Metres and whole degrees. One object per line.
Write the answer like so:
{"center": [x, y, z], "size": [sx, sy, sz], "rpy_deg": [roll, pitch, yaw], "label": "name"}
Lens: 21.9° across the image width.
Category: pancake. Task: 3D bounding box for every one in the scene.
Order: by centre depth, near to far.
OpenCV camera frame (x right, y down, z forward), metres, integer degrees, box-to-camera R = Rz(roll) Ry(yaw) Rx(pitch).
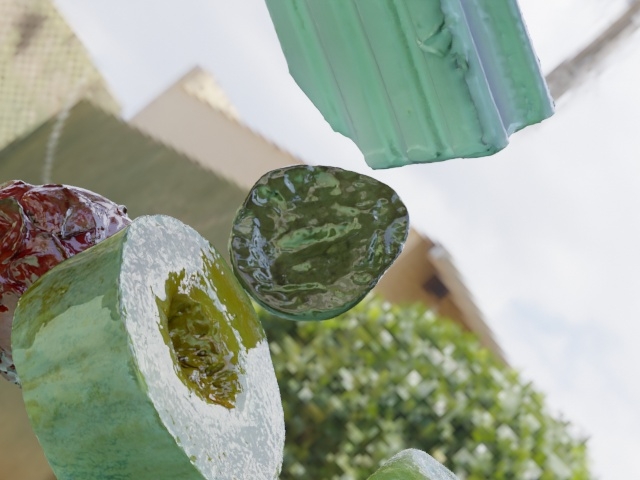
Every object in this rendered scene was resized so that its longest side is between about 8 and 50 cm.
{"center": [0.000, 0.000, 2.054], "size": [0.242, 0.242, 0.050], "rpy_deg": [41, -19, 31], "label": "pancake"}

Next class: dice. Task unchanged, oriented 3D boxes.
{"center": [0.129, 0.397, 2.243], "size": [0.169, 0.169, 0.166], "rpy_deg": [45, 8, 21], "label": "dice"}

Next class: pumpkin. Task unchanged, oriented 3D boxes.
{"center": [-0.196, 0.160, 1.805], "size": [0.332, 0.199, 0.332], "rpy_deg": [51, 23, -32], "label": "pumpkin"}

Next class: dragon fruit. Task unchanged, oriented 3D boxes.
{"center": [-0.353, 0.056, 2.154], "size": [0.342, 0.277, 0.277], "rpy_deg": [0, 29, -46], "label": "dragon fruit"}

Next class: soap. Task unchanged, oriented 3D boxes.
{"center": [0.062, -0.305, 1.810], "size": [0.261, 0.156, 0.446], "rpy_deg": [-5, -67, 48], "label": "soap"}
